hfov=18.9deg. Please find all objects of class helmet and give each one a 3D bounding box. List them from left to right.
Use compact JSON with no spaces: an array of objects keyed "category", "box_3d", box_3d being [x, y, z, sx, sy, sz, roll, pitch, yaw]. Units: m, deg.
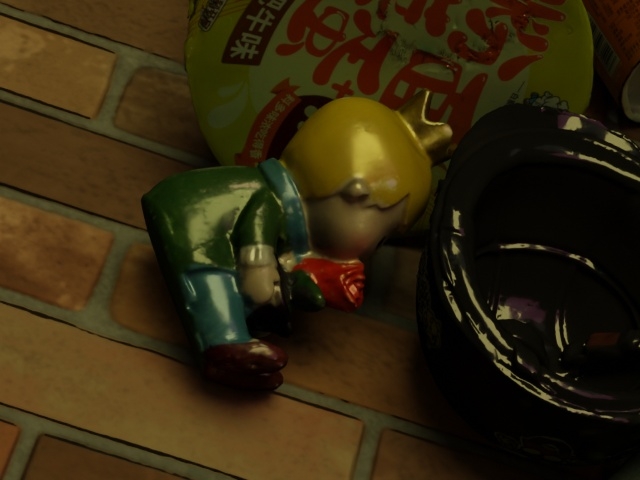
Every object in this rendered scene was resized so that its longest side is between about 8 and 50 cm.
[{"category":"helmet","box_3d":[0.168,0.050,1.396,0.231,0.160,0.278,7,48,-16]}]

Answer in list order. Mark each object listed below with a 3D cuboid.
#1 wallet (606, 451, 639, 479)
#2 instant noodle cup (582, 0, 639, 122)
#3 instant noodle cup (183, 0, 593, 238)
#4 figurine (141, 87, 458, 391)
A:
[{"category":"wallet","box_3d":[0.206,0.201,1.257,0.379,0.191,0.046,-38,97,-42]},{"category":"instant noodle cup","box_3d":[0.311,-0.223,1.689,0.230,0.230,0.182,-5,58,-25]},{"category":"instant noodle cup","box_3d":[0.045,-0.185,1.506,0.311,0.311,0.221,11,35,-11]},{"category":"figurine","box_3d":[0.002,-0.004,1.381,0.234,0.127,0.185,-16,60,-13]}]
